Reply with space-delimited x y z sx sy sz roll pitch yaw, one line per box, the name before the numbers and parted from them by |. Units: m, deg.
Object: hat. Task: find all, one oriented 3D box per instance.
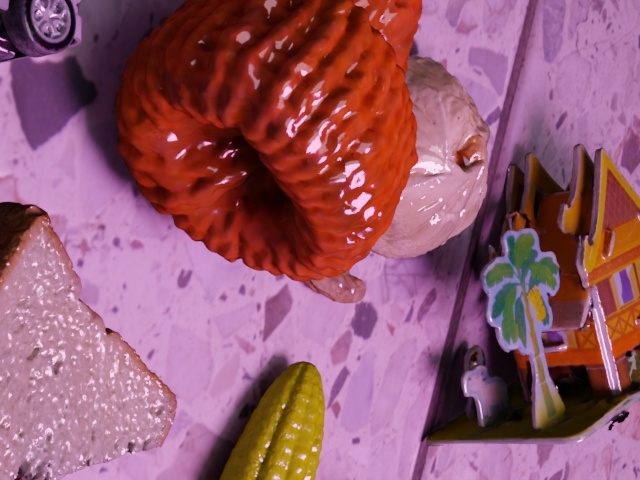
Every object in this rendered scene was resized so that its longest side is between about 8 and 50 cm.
hat | -0.018 -0.180 1.540 0.285 0.285 0.400 59 39 -39

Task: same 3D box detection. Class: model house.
model house | 0.260 0.059 1.960 0.357 0.242 0.313 -23 99 -44

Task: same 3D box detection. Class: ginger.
ginger | -0.002 0.003 1.720 0.069 0.051 0.173 -43 134 -33

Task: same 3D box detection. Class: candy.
candy | -0.046 0.219 1.680 0.097 0.097 0.209 44 58 -45

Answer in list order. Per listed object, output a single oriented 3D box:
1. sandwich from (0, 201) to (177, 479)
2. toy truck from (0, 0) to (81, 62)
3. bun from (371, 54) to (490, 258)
sandwich | -0.250 0.143 1.379 0.288 0.099 0.254 59 37 -40
toy truck | -0.330 -0.237 1.178 0.363 0.176 0.178 22 68 -49
bun | 0.112 -0.089 1.765 0.220 0.134 0.220 -7 99 -50
